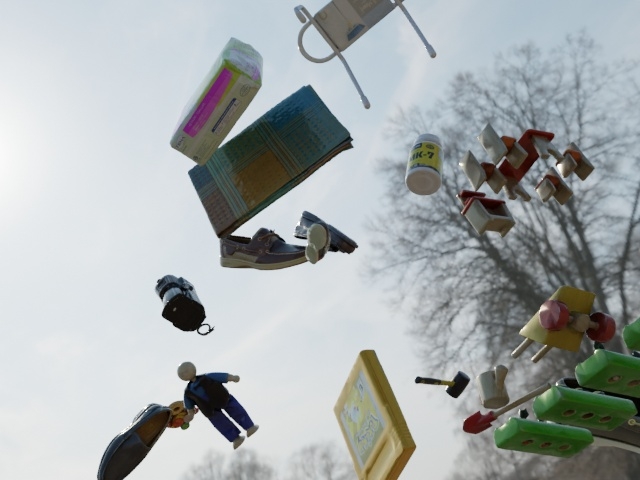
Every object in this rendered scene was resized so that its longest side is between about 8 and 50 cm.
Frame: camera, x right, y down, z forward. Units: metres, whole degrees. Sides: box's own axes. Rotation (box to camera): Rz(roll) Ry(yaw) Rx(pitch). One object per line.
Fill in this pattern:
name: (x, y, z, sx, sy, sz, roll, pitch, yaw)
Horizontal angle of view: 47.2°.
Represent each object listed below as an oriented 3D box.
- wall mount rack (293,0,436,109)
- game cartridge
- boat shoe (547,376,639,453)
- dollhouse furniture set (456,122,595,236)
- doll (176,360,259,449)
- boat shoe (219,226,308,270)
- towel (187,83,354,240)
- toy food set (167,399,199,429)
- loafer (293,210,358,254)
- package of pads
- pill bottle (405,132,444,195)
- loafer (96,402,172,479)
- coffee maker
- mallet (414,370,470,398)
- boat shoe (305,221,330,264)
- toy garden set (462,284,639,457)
wall mount rack: (0.110, -0.517, 1.803, 0.350, 0.304, 0.130, -35, 13, 22)
game cartridge: (0.137, 0.510, 2.000, 0.053, 0.323, 0.285, 2, -50, -22)
boat shoe: (0.536, 0.291, 1.206, 0.305, 0.091, 0.109, 6, 25, 13)
dollhouse furniture set: (0.418, -0.143, 1.627, 0.262, 0.135, 0.259, 5, -46, -29)
doll: (-0.197, 0.299, 1.382, 0.129, 0.189, 0.046, -42, 3, 14)
boat shoe: (-0.178, 0.020, 2.294, 0.342, 0.123, 0.123, 1, 13, 33)
towel: (-0.123, -0.188, 1.683, 0.370, 0.271, 0.040, -36, -45, 5)
toy food set: (-0.317, 0.393, 1.654, 0.083, 0.020, 0.083, 13, -70, -38)
loafer: (0.012, -0.004, 2.233, 0.109, 0.302, 0.095, 35, -90, -33)
package of pads: (-0.221, -0.318, 1.613, 0.101, 0.296, 0.229, 32, -71, -17)
pill bottle: (0.354, -0.259, 2.467, 0.119, 0.208, 0.119, 7, -44, 7)
loafer: (-0.319, 0.351, 1.264, 0.062, 0.170, 0.061, 45, -35, -19)
coffee maker: (-0.427, 0.203, 2.267, 0.120, 0.178, 0.171, -30, -62, -8)
mallet: (0.272, 0.335, 1.691, 0.190, 0.039, 0.062, 8, -64, -43)
boat shoe: (0.000, 0.000, 1.522, 0.043, 0.049, 0.137, -36, -22, -27)
toy garden set: (0.249, 0.134, 0.742, 0.204, 0.049, 0.244, 14, -46, -24)
